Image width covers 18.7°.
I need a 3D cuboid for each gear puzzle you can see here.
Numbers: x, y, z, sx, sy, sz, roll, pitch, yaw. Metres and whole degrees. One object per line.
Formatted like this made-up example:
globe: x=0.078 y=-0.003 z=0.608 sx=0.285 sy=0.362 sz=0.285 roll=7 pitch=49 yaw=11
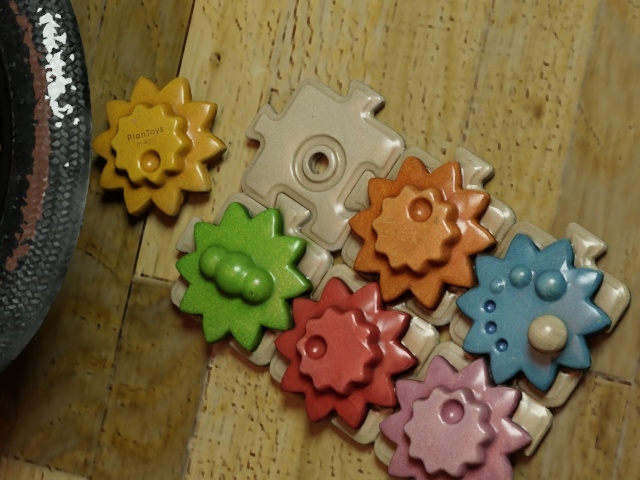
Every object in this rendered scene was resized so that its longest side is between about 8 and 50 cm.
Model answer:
gear puzzle: x=0.000 y=0.000 z=1.101 sx=0.339 sy=0.044 sz=0.175 roll=35 pitch=97 yaw=23

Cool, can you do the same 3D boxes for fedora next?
fedora: x=-0.240 y=-0.056 z=1.153 sx=0.334 sy=0.152 sz=0.334 roll=-2 pitch=86 yaw=23
